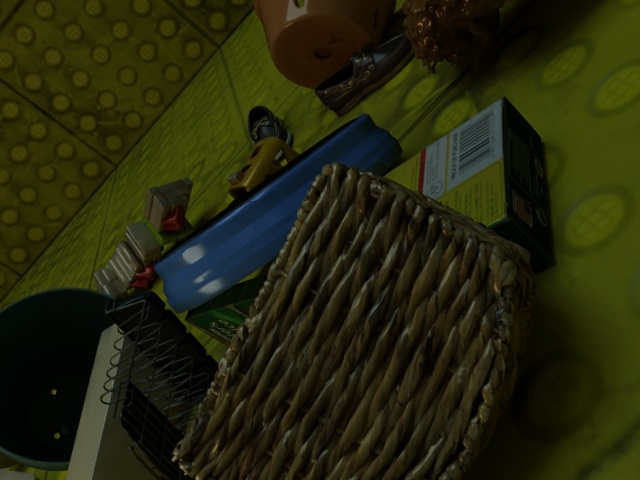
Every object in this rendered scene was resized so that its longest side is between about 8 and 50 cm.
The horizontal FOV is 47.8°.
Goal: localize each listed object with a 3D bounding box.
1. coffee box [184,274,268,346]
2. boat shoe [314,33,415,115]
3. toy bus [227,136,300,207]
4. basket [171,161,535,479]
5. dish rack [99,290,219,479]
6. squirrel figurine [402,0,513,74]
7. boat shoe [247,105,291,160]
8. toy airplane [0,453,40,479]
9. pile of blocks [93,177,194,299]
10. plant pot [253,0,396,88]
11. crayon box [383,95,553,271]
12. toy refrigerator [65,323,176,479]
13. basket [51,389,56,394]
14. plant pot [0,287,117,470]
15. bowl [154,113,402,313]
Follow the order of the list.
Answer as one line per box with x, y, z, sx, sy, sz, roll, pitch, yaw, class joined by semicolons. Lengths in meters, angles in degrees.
-0.092;0.106;0.977;0.184;0.113;0.040;-19;42;48;coffee box
0.078;-0.310;1.319;0.207;0.073;0.073;-35;27;29;boat shoe
-0.115;-0.090;1.305;0.191;0.104;0.202;-43;25;19;toy bus
0.058;0.109;0.638;0.299;0.213;0.223;-63;-18;6;basket
-0.201;0.203;0.929;0.074;0.208;0.271;-28;31;12;dish rack
0.232;-0.440;1.004;0.397;0.281;0.370;-48;17;1;squirrel figurine
-0.118;-0.232;1.554;0.081;0.069;0.227;-46;24;11;boat shoe
-0.732;0.506;1.413;0.384;0.272;0.386;-17;6;-18;toy airplane
-0.375;0.028;1.630;0.112;0.149;0.362;50;116;23;pile of blocks
0.006;-0.433;1.402;0.291;0.291;0.203;-28;48;41;plant pot
0.101;-0.001;0.823;0.318;0.081;0.202;-31;31;36;crayon box
-0.282;0.257;1.040;0.094;0.102;0.269;-30;44;39;toy refrigerator
-0.506;0.258;1.499;0.113;0.103;0.167;-49;23;5;basket
-0.416;0.250;1.191;0.195;0.290;0.290;117;175;-54;plant pot
-0.066;-0.045;1.016;0.391;0.077;0.391;-35;8;5;bowl
